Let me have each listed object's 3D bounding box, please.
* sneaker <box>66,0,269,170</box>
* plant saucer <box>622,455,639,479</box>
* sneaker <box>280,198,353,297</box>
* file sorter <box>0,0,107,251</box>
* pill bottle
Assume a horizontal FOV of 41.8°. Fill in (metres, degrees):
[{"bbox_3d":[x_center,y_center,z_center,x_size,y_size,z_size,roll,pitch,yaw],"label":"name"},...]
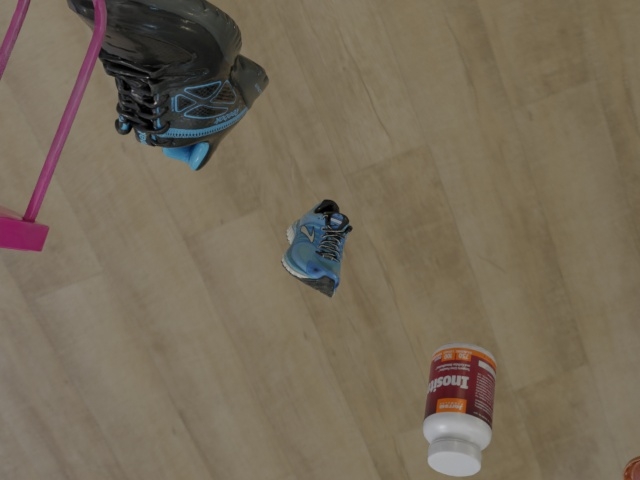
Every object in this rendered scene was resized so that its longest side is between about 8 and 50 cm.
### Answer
[{"bbox_3d":[-0.144,-0.155,0.801,0.125,0.341,0.140,29,89,16],"label":"sneaker"},{"bbox_3d":[0.393,0.281,0.968,0.083,0.013,0.083,21,131,26],"label":"plant saucer"},{"bbox_3d":[0.000,0.000,0.925,0.063,0.162,0.073,31,111,-20],"label":"sneaker"},{"bbox_3d":[-0.308,-0.134,0.499,0.290,0.202,0.182,21,90,17],"label":"file sorter"},{"bbox_3d":[0.175,0.212,1.056,0.086,0.152,0.086,8,141,7],"label":"pill bottle"}]
